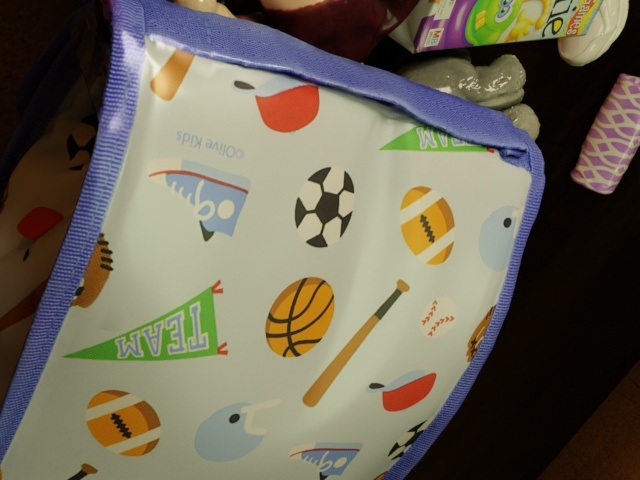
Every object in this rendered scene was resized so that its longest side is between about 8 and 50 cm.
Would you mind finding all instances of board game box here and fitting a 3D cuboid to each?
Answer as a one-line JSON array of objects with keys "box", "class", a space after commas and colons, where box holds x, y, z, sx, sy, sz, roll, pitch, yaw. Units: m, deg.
[{"box": [0.162, -0.286, 0.780, 0.275, 0.144, 0.142, -16, 139, -39], "class": "board game box"}]

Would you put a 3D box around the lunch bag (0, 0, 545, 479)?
[{"box": [-0.065, 0.040, 0.559, 0.328, 0.239, 0.385, 10, 126, -34], "class": "lunch bag"}]

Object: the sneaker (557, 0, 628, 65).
[{"box": [0.335, -0.336, 1.011, 0.115, 0.090, 0.232, -7, 119, -37], "class": "sneaker"}]

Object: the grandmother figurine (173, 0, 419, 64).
[{"box": [-0.001, -0.187, 0.566, 0.208, 0.104, 0.342, -17, 140, -5], "class": "grandmother figurine"}]

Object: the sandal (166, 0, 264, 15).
[{"box": [-0.170, -0.073, 0.663, 0.445, 0.107, 0.167, -48, 148, 6], "class": "sandal"}]

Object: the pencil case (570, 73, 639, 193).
[{"box": [0.492, -0.178, 1.333, 0.088, 0.086, 0.206, -39, 154, -60], "class": "pencil case"}]

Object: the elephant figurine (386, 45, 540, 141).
[{"box": [0.111, -0.158, 0.864, 0.169, 0.239, 0.186, -30, 129, 4], "class": "elephant figurine"}]
